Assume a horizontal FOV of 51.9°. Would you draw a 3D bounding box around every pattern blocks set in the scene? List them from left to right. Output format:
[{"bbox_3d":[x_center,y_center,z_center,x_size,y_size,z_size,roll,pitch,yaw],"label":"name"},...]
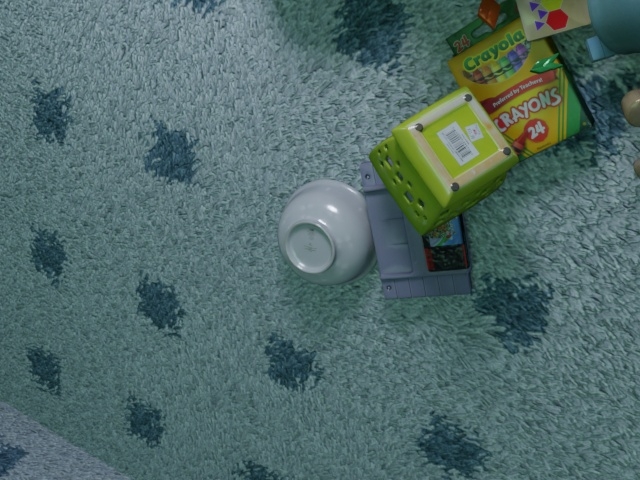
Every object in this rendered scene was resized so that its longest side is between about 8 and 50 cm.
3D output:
[{"bbox_3d":[0.449,-0.491,1.290,0.285,0.026,0.324,-6,87,7],"label":"pattern blocks set"}]

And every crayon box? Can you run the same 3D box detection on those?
[{"bbox_3d":[0.411,-0.338,1.396,0.202,0.081,0.318,-28,93,33],"label":"crayon box"}]

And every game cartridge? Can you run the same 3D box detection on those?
[{"bbox_3d":[0.237,-0.032,1.600,0.230,0.068,0.355,-5,105,27],"label":"game cartridge"}]

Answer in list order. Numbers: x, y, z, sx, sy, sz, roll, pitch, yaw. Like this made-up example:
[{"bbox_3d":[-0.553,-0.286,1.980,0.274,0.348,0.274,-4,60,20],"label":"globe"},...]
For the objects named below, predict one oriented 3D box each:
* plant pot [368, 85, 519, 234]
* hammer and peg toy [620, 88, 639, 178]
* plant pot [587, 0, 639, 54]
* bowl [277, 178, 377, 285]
[{"bbox_3d":[0.264,-0.175,1.390,0.227,0.207,0.228,-31,83,-11],"label":"plant pot"},{"bbox_3d":[0.734,-0.153,1.205,0.266,0.127,0.361,-32,109,36],"label":"hammer and peg toy"},{"bbox_3d":[0.621,-0.436,1.131,0.255,0.272,0.271,0,111,62],"label":"plant pot"},{"bbox_3d":[0.000,0.000,1.700,0.298,0.134,0.297,9,112,24],"label":"bowl"}]
